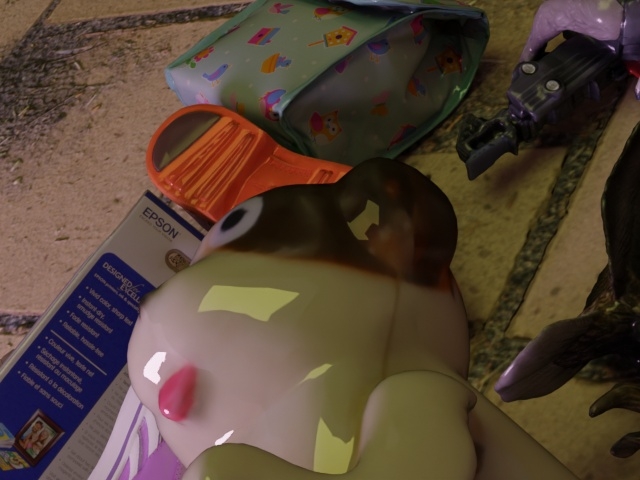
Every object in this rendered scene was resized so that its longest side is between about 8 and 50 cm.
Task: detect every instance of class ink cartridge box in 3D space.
[{"bbox_3d":[-0.197,0.150,1.335,0.371,0.175,0.069,-54,9,-22],"label":"ink cartridge box"}]

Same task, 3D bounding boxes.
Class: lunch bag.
[{"bbox_3d":[0.014,-0.178,1.558,0.262,0.160,0.223,-40,35,-18],"label":"lunch bag"}]

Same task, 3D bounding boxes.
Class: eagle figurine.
[{"bbox_3d":[0.264,0.016,1.104,0.226,0.225,0.298,-27,44,38],"label":"eagle figurine"}]

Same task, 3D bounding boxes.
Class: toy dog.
[{"bbox_3d":[0.049,0.150,0.885,0.395,0.408,0.284,-18,-20,-33],"label":"toy dog"}]

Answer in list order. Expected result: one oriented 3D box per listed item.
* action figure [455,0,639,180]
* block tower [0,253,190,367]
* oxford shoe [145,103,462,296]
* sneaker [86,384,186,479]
[{"bbox_3d":[0.211,-0.226,1.382,0.330,0.178,0.341,39,73,21],"label":"action figure"},{"bbox_3d":[-0.213,0.120,1.462,0.335,0.091,0.097,-36,34,-1],"label":"block tower"},{"bbox_3d":[0.000,0.000,1.400,0.130,0.133,0.363,-48,56,-6],"label":"oxford shoe"},{"bbox_3d":[-0.078,0.178,1.062,0.161,0.102,0.282,15,70,44],"label":"sneaker"}]
